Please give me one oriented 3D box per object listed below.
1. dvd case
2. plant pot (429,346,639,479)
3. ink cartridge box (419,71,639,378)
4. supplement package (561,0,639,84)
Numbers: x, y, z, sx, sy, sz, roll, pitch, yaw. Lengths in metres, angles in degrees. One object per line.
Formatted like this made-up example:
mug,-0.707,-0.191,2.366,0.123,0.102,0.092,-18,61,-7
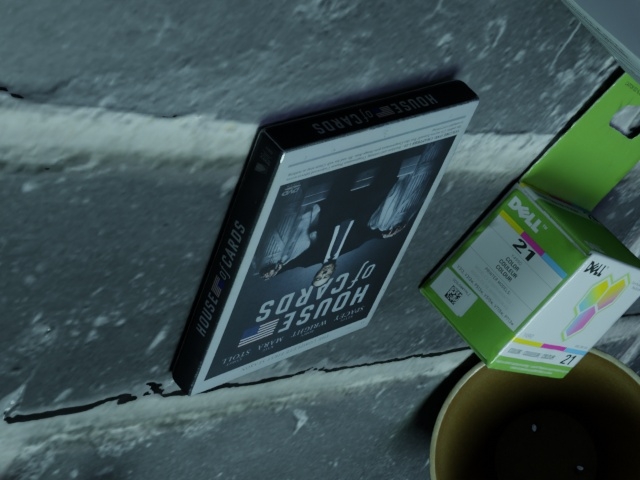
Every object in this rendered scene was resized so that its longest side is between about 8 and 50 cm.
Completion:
dvd case,0.000,0.000,0.986,0.179,0.029,0.239,-19,145,-38
plant pot,0.240,0.234,1.482,0.237,0.237,0.254,-42,168,0
ink cartridge box,0.233,-0.007,1.216,0.255,0.097,0.188,-48,153,15
supplement package,0.263,-0.167,0.970,0.139,0.134,0.244,-47,154,11
